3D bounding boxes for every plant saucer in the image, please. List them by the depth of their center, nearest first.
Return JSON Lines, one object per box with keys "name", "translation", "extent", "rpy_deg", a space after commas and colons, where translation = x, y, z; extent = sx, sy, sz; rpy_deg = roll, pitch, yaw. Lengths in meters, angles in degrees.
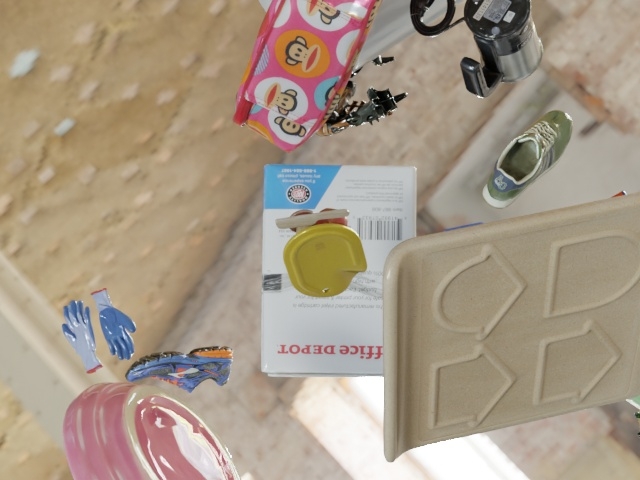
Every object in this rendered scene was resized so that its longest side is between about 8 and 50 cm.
{"name": "plant saucer", "translation": [-0.216, 0.329, 1.813], "extent": [0.084, 0.332, 0.332], "rpy_deg": [-39, -13, 17]}

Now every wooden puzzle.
{"name": "wooden puzzle", "translation": [0.220, 0.078, 1.389], "extent": [0.348, 0.080, 0.322], "rpy_deg": [-15, -45, -12]}

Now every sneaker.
{"name": "sneaker", "translation": [0.311, -0.131, 1.860], "extent": [0.192, 0.064, 0.086], "rpy_deg": [-46, -13, -20]}
{"name": "sneaker", "translation": [-0.279, 0.265, 2.563], "extent": [0.221, 0.087, 0.083], "rpy_deg": [-5, 1, -13]}

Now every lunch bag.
{"name": "lunch bag", "translation": [0.009, -0.275, 1.553], "extent": [0.293, 0.120, 0.258], "rpy_deg": [-60, 4, 40]}

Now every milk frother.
{"name": "milk frother", "translation": [0.201, -0.273, 1.653], "extent": [0.129, 0.143, 0.135], "rpy_deg": [-40, -24, 0]}

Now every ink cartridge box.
{"name": "ink cartridge box", "translation": [0.033, 0.062, 2.430], "extent": [0.285, 0.395, 0.166], "rpy_deg": [1, -6, -1]}

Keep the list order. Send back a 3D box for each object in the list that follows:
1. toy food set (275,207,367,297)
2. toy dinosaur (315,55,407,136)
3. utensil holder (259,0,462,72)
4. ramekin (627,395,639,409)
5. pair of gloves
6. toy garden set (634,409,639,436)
{"name": "toy food set", "translation": [0.000, 0.000, 2.049], "extent": [0.128, 0.071, 0.218], "rpy_deg": [-14, -40, 1]}
{"name": "toy dinosaur", "translation": [0.020, -0.253, 2.237], "extent": [0.218, 0.164, 0.322], "rpy_deg": [-29, 2, 34]}
{"name": "utensil holder", "translation": [0.106, -0.470, 1.921], "extent": [0.385, 0.327, 0.327], "rpy_deg": [-37, -16, -15]}
{"name": "ramekin", "translation": [0.575, 0.148, 1.974], "extent": [0.303, 0.148, 0.303], "rpy_deg": [-31, -36, -27]}
{"name": "pair of gloves", "translation": [-0.452, 0.183, 2.624], "extent": [0.198, 0.159, 0.023], "rpy_deg": [-24, -2, 37]}
{"name": "toy garden set", "translation": [0.606, 0.250, 2.379], "extent": [0.049, 0.244, 0.204], "rpy_deg": [-6, -30, -6]}
